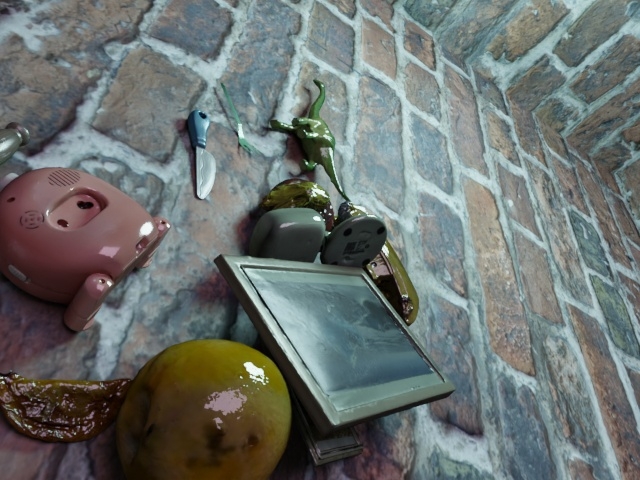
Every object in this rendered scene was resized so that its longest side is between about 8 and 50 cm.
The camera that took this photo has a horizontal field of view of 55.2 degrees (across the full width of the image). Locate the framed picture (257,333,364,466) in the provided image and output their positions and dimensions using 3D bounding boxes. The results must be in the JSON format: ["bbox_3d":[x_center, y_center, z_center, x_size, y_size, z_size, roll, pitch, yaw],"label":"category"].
[{"bbox_3d":[-0.007,0.261,1.015,0.217,0.017,0.274,62,9,20],"label":"framed picture"}]

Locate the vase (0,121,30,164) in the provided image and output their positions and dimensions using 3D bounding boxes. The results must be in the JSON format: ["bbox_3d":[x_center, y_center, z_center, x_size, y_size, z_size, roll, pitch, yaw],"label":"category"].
[{"bbox_3d":[-0.524,-0.157,1.001,0.053,0.053,0.100,37,33,-11],"label":"vase"}]

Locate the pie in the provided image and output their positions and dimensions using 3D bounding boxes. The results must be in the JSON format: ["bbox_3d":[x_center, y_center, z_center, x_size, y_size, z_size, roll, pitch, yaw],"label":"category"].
[{"bbox_3d":[-0.349,0.225,0.820,0.191,0.033,0.088,14,62,-37],"label":"pie"}]

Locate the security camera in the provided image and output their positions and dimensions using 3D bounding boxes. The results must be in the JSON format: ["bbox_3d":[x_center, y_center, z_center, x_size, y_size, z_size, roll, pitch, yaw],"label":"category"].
[{"bbox_3d":[0.000,0.000,1.245,0.302,0.157,0.080,-3,40,-32],"label":"security camera"}]

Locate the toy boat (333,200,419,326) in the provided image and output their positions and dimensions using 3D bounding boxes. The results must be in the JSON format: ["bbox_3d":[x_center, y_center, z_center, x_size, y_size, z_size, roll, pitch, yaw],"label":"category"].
[{"bbox_3d":[0.117,0.056,1.388,0.122,0.089,0.321,-11,65,-42],"label":"toy boat"}]

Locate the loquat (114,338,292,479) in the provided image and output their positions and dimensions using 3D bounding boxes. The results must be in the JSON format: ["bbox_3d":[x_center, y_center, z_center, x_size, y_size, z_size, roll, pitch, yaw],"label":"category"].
[{"bbox_3d":[-0.149,0.248,0.835,0.244,0.244,0.243,26,40,-24],"label":"loquat"}]

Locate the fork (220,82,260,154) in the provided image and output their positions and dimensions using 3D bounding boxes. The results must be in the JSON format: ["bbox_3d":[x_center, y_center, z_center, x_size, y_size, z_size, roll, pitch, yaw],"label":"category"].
[{"bbox_3d":[-0.201,-0.289,1.469,0.039,0.021,0.235,4,51,-47],"label":"fork"}]

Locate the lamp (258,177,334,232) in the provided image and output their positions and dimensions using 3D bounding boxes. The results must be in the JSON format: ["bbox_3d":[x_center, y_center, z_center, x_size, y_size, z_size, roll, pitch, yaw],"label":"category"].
[{"bbox_3d":[-0.036,-0.069,1.318,0.156,0.135,0.157,44,34,-3],"label":"lamp"}]

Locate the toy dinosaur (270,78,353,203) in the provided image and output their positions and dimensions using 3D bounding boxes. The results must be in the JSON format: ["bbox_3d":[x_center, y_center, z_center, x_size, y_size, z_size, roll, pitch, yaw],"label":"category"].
[{"bbox_3d":[0.015,-0.269,1.620,0.301,0.087,0.447,-8,63,-55],"label":"toy dinosaur"}]

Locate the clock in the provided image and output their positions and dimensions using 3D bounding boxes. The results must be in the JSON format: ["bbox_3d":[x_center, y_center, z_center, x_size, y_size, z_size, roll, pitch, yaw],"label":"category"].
[{"bbox_3d":[-0.383,-0.022,0.938,0.241,0.142,0.227,38,37,-4],"label":"clock"}]

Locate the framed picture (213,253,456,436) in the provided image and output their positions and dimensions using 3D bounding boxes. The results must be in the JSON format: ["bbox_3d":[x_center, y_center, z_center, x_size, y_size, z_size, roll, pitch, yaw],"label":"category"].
[{"bbox_3d":[0.045,0.159,1.066,0.446,0.028,0.326,9,39,-56],"label":"framed picture"}]

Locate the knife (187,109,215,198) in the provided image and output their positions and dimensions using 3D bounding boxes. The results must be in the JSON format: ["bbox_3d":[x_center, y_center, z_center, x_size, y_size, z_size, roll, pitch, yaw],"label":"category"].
[{"bbox_3d":[-0.251,-0.184,1.316,0.058,0.032,0.244,19,47,-43],"label":"knife"}]
